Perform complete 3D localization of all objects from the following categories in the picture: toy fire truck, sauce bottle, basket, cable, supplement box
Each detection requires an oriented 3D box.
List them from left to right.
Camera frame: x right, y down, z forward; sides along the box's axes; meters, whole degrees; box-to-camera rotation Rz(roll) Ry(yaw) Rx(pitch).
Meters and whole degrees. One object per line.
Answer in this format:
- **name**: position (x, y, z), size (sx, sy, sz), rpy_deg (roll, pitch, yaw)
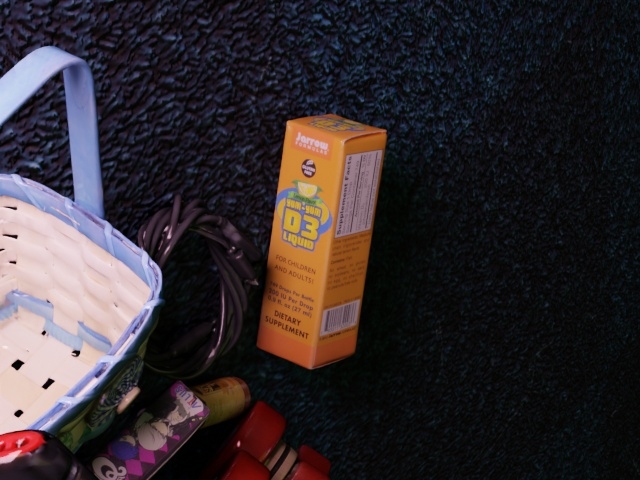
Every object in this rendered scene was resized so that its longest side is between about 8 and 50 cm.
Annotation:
- **basket**: position (-0.222, 0.043, 0.890), size (0.255, 0.201, 0.289), rpy_deg (-48, 151, -31)
- **cable**: position (-0.121, 0.042, 1.201), size (0.150, 0.047, 0.184), rpy_deg (-60, 149, -8)
- **sauce bottle**: position (-0.116, 0.154, 1.260), size (0.128, 0.042, 0.042), rpy_deg (-9, 114, -57)
- **toy fire truck**: position (-0.076, 0.312, 1.272), size (0.254, 0.169, 0.302), rpy_deg (-51, -176, 14)
- **supplement box**: position (0.000, 0.000, 1.324), size (0.080, 0.078, 0.233), rpy_deg (-11, 114, -51)

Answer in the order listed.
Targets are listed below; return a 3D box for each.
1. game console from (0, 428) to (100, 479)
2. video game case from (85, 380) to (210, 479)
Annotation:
- **game console**: position (-0.227, 0.291, 0.904), size (0.060, 0.342, 0.386), rpy_deg (-97, 160, -45)
- **video game case**: position (-0.199, 0.222, 1.051), size (0.210, 0.042, 0.232), rpy_deg (-43, 177, -37)
